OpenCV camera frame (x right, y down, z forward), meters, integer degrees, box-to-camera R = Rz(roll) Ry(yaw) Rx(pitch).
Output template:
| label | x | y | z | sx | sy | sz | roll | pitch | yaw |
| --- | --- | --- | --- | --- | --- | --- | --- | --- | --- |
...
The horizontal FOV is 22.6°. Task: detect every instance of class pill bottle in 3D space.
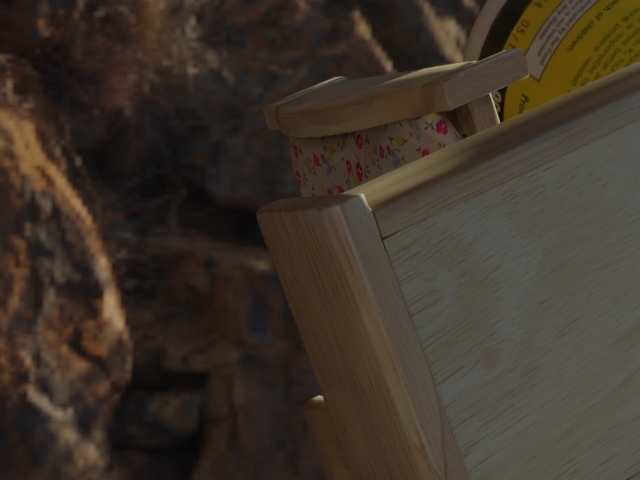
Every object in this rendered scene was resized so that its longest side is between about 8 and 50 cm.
| label | x | y | z | sx | sy | sz | roll | pitch | yaw |
| --- | --- | --- | --- | --- | --- | --- | --- | --- | --- |
| pill bottle | 0.171 | -0.048 | 0.731 | 0.119 | 0.208 | 0.119 | -23 | 134 | -26 |

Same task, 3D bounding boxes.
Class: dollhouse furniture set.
| label | x | y | z | sx | sy | sz | roll | pitch | yaw |
| --- | --- | --- | --- | --- | --- | --- | --- | --- | --- |
| dollhouse furniture set | 0.000 | 0.000 | 0.586 | 0.174 | 0.355 | 0.303 | -24 | 101 | -27 |
